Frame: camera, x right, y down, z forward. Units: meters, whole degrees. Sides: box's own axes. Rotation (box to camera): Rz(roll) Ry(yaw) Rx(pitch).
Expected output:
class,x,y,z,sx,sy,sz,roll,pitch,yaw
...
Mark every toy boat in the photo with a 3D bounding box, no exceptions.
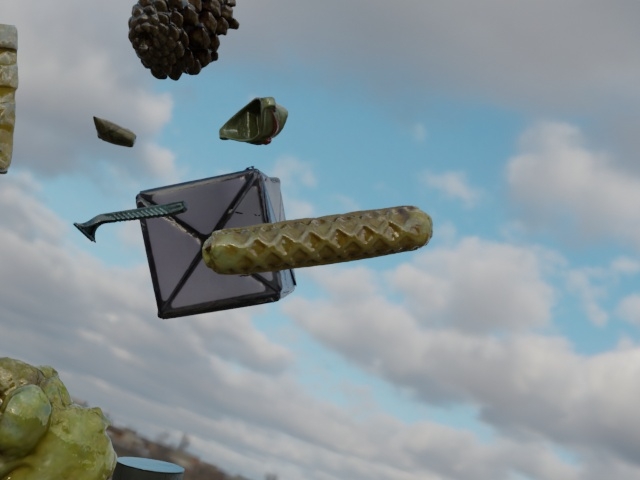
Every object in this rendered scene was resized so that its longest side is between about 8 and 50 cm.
class,x,y,z,sx,sy,sz,roll,pitch,yaw
toy boat,-0.112,-0.214,1.773,0.071,0.089,0.185,3,-16,-33

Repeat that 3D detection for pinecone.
class,x,y,z,sx,sy,sz,roll,pitch,yaw
pinecone,-0.254,-0.396,1.814,0.184,0.204,0.179,-11,-67,32

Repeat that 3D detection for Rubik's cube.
class,x,y,z,sx,sy,sz,roll,pitch,yaw
Rubik's cube,-0.232,0.014,2.324,0.310,0.305,0.307,-12,-2,5

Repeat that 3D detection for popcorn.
class,x,y,z,sx,sy,sz,roll,pitch,yaw
popcorn,-0.368,0.244,1.185,0.233,0.192,0.266,37,-23,16

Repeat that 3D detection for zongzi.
class,x,y,z,sx,sy,sz,roll,pitch,yaw
zongzi,-0.393,-0.212,1.895,0.076,0.040,0.083,15,-20,0

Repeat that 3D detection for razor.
class,x,y,z,sx,sy,sz,roll,pitch,yaw
razor,-0.308,-0.041,1.631,0.190,0.033,0.066,-12,-30,14

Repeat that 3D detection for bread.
class,x,y,z,sx,sy,sz,roll,pitch,yaw
bread,0.000,-0.001,1.538,0.367,0.077,0.084,-6,-25,-10

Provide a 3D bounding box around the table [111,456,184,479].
class,x,y,z,sx,sy,sz,roll,pitch,yaw
table,-0.328,0.446,1.884,0.133,0.043,0.133,10,-5,1

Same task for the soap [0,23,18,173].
class,x,y,z,sx,sy,sz,roll,pitch,yaw
soap,-0.478,-0.167,1.087,0.274,0.174,0.089,3,-7,-23
